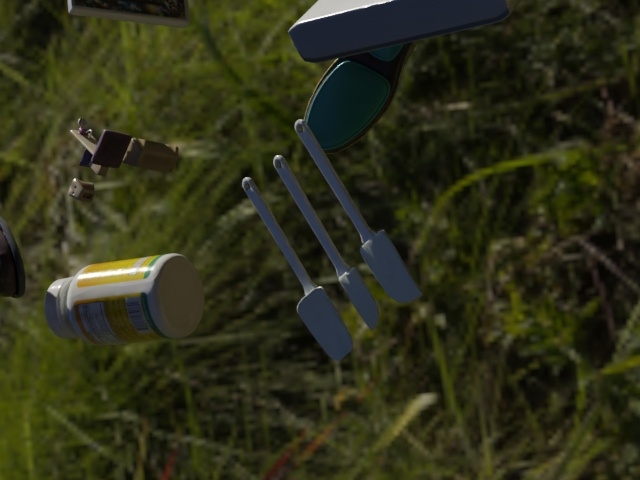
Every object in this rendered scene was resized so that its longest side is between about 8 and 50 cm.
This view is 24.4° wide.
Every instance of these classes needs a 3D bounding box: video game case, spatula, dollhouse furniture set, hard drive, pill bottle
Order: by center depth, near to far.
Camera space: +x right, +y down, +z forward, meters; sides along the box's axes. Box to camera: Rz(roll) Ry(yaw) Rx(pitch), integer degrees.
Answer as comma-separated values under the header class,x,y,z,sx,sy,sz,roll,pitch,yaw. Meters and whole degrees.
class,x,y,z,sx,sy,sz,roll,pitch,yaw
hard drive,0.147,-0.296,1.457,0.353,0.233,0.047,-51,-57,-43
spatula,0.000,0.000,1.662,0.168,0.019,0.242,-43,75,44
dollhouse furniture set,-0.229,-0.092,1.668,0.081,0.114,0.091,43,115,44
pill bottle,-0.276,0.086,2.057,0.117,0.208,0.117,23,-117,-57
video game case,-0.296,-0.413,2.255,0.022,0.190,0.173,-36,57,56

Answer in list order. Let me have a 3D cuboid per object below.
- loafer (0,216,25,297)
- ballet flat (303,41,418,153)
class,x,y,z,sx,sy,sz,roll,pitch,yaw
loafer,-0.496,0.001,2.055,0.302,0.095,0.109,43,137,49
ballet flat,0.090,-0.296,2.427,0.348,0.123,0.123,-60,17,19
